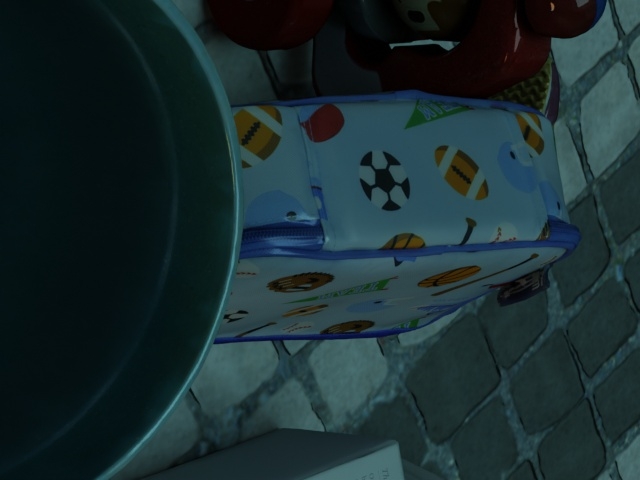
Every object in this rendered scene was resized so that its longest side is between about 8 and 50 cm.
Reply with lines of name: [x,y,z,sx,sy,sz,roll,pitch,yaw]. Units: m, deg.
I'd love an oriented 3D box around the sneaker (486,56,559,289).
sneaker: [0.149,-0.053,1.246,0.084,0.069,0.185,11,100,-52]

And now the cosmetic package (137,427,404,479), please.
cosmetic package: [-0.052,0.264,1.069,0.224,0.138,0.224,-14,98,-38]

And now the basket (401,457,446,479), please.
basket: [0.080,0.250,1.226,0.103,0.113,0.167,-54,130,-15]

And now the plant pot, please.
plant pot: [-0.221,-0.025,0.782,0.271,0.255,0.272,-13,111,-39]

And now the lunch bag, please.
lunch bag: [0.000,0.000,1.009,0.303,0.243,0.115,2,69,-38]

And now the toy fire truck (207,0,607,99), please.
toy fire truck: [0.070,-0.219,0.994,0.169,0.254,0.302,-8,107,-40]
